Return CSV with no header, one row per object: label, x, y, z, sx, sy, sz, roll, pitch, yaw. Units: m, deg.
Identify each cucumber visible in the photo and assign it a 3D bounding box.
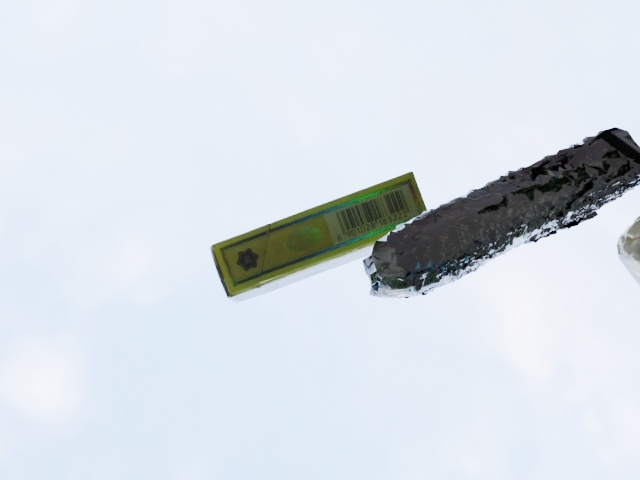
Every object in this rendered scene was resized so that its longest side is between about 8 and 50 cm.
cucumber,0.104,-0.013,0.945,0.256,0.044,0.043,-24,-109,-46

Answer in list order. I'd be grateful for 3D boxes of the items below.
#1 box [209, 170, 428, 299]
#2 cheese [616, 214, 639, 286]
box,0.000,-0.001,1.756,0.141,0.220,0.064,98,153,-86
cheese,0.306,0.052,1.377,0.065,0.043,0.194,-50,-61,-19
